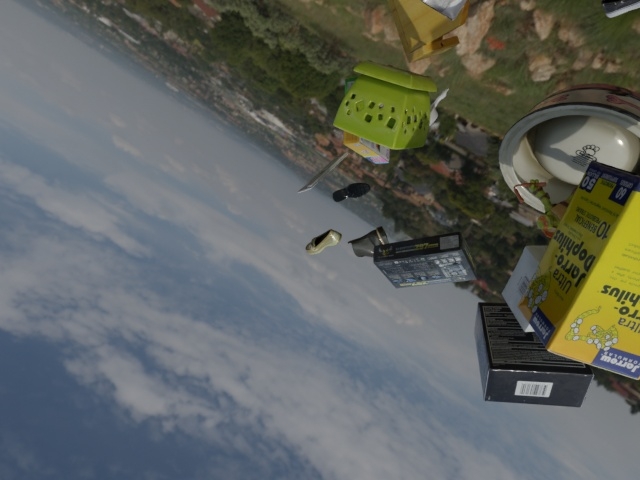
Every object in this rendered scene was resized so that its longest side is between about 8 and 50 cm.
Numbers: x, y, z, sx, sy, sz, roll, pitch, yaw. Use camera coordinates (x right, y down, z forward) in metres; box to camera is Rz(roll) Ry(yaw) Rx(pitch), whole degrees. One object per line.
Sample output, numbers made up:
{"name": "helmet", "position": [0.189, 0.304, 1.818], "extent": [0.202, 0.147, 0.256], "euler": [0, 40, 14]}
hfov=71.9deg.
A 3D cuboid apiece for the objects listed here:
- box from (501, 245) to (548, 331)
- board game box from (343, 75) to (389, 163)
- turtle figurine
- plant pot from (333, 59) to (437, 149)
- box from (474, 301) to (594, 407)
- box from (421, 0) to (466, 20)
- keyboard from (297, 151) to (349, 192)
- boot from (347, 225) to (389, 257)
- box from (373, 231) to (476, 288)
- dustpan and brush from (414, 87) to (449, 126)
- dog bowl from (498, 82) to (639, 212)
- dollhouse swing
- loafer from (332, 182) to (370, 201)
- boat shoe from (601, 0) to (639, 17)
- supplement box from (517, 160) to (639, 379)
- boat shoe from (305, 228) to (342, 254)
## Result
{"name": "box", "position": [0.784, 0.145, 1.358], "extent": [0.345, 0.215, 0.168], "euler": [0, -141, -10]}
{"name": "board game box", "position": [0.184, -0.445, 1.683], "extent": [0.064, 0.242, 0.316], "euler": [0, 175, 28]}
{"name": "turtle figurine", "position": [0.634, -0.064, 1.110], "extent": [0.087, 0.217, 0.269], "euler": [79, 165, -55]}
{"name": "plant pot", "position": [0.208, -0.411, 1.329], "extent": [0.227, 0.207, 0.228], "euler": [29, -153, 28]}
{"name": "box", "position": [0.684, 0.370, 1.465], "extent": [0.296, 0.182, 0.294], "euler": [0, -143, 12]}
{"name": "box", "position": [0.278, -0.672, 0.891], "extent": [0.097, 0.318, 0.394], "euler": [20, -143, -22]}
{"name": "keyboard", "position": [0.012, -0.241, 1.556], "extent": [0.072, 0.256, 0.014], "euler": [-19, 112, 49]}
{"name": "boot", "position": [0.196, 0.054, 1.609], "extent": [0.077, 0.137, 0.197], "euler": [-85, -29, -67]}
{"name": "box", "position": [0.281, 0.059, 1.182], "extent": [0.233, 0.059, 0.183], "euler": [-10, 147, 27]}
{"name": "dustpan and brush", "position": [0.425, -0.499, 1.715], "extent": [0.060, 0.211, 0.147], "euler": [47, -165, -15]}
{"name": "dog bowl", "position": [0.713, -0.239, 1.198], "extent": [0.408, 0.150, 0.408], "euler": [28, 153, 16]}
{"name": "dollhouse swing", "position": [0.394, -0.823, 1.447], "extent": [0.305, 0.315, 0.346], "euler": [-7, 108, 53]}
{"name": "loafer", "position": [0.132, -0.201, 1.798], "extent": [0.170, 0.062, 0.061], "euler": [-9, -173, 33]}
{"name": "boat shoe", "position": [1.060, -0.836, 1.492], "extent": [0.076, 0.080, 0.228], "euler": [37, 177, -17]}
{"name": "supplement box", "position": [0.580, 0.052, 0.870], "extent": [0.195, 0.356, 0.194], "euler": [17, -161, 1]}
{"name": "boat shoe", "position": [0.000, 0.001, 1.391], "extent": [0.048, 0.056, 0.153], "euler": [34, 146, -29]}
